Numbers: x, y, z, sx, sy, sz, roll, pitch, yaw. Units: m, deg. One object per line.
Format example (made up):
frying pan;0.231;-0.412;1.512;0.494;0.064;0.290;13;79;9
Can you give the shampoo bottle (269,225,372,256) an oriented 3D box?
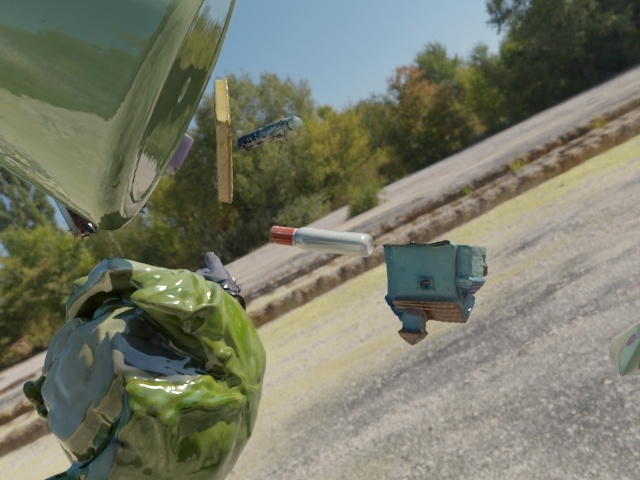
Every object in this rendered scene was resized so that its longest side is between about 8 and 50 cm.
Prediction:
shampoo bottle;0.000;0.000;1.254;0.221;0.051;0.108;6;-2;12

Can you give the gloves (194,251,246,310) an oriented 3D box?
gloves;-0.247;0.114;1.390;0.119;0.142;0.285;-5;14;-11

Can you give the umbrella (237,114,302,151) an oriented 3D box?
umbrella;-0.119;-0.252;1.360;0.188;0.050;0.046;-15;52;36

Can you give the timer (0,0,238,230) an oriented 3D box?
timer;-0.261;-0.198;0.497;0.290;0.315;0.291;-61;12;23

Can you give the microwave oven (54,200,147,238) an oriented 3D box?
microwave oven;-0.535;-0.114;1.384;0.188;0.178;0.247;-26;9;-26

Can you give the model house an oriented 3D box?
model house;0.161;0.077;0.830;0.148;0.148;0.119;1;-5;32

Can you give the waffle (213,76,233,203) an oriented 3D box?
waffle;-0.119;-0.121;0.711;0.021;0.092;0.135;-3;-38;-11

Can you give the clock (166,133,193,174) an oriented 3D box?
clock;-0.329;-0.196;0.972;0.073;0.193;0.145;-61;-23;-1

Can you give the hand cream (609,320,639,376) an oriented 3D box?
hand cream;0.652;0.224;1.193;0.147;0.093;0.306;-58;-30;0

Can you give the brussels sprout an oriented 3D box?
brussels sprout;-0.281;0.266;1.032;0.342;0.425;0.361;7;-13;37
